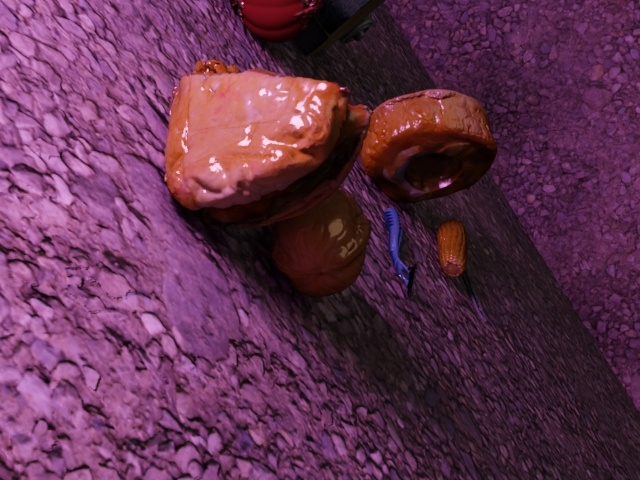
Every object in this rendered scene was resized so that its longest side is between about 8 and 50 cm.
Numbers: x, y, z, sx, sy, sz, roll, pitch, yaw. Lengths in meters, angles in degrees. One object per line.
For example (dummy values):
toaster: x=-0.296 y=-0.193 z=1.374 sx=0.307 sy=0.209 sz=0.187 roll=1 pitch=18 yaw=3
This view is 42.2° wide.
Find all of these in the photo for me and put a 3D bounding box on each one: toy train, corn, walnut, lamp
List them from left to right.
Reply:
lamp: x=-0.089 y=-0.542 z=1.794 sx=0.227 sy=0.227 sz=0.227 roll=45 pitch=23 yaw=-26
walnut: x=0.000 y=0.000 z=1.280 sx=0.159 sy=0.159 sz=0.206 roll=48 pitch=20 yaw=-18
toy train: x=0.100 y=-0.632 z=2.071 sx=0.179 sy=0.442 sz=0.272 roll=55 pitch=34 yaw=-2
corn: x=0.328 y=0.017 z=2.071 sx=0.080 sy=0.080 sz=0.231 roll=50 pitch=24 yaw=-16

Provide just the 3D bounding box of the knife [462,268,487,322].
knife: x=0.384 y=0.119 z=2.126 sx=0.028 sy=0.015 sz=0.210 roll=42 pitch=24 yaw=-45

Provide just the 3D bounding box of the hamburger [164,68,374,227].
hamburger: x=-0.100 y=-0.111 z=1.144 sx=0.162 sy=0.330 sz=0.209 roll=39 pitch=67 yaw=-53

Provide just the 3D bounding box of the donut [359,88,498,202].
donut: x=0.246 y=-0.204 z=1.932 sx=0.330 sy=0.330 sz=0.160 roll=29 pitch=45 yaw=-50

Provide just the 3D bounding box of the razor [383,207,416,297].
razor: x=0.166 y=0.010 z=1.778 sx=0.253 sy=0.042 sz=0.082 roll=-96 pitch=-172 yaw=-52

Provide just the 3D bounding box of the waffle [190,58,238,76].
waffle: x=-0.117 y=-0.190 z=1.430 sx=0.293 sy=0.069 sz=0.260 roll=48 pitch=20 yaw=-12
